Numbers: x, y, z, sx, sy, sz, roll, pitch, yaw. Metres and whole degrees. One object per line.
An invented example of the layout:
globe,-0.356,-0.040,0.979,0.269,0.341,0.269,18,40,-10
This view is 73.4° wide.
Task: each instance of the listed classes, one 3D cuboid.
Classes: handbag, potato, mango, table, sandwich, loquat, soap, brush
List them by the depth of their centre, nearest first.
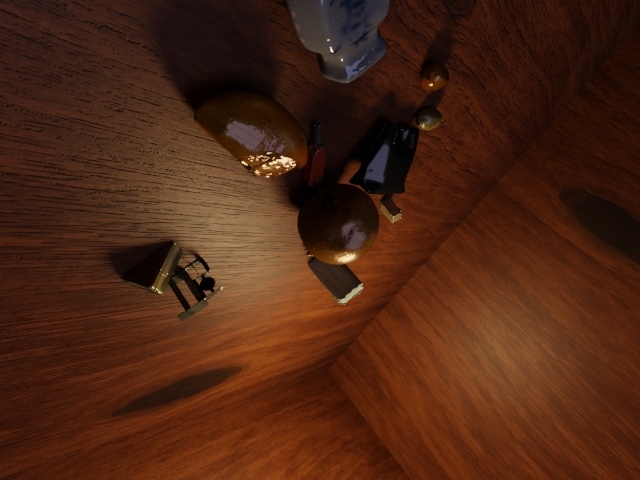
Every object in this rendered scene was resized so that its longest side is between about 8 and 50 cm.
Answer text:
mango,-0.183,-0.283,1.131,0.350,0.201,0.199,20,79,-53
sandwich,-0.533,0.077,1.370,0.079,0.114,0.163,72,34,-62
table,-0.443,0.168,1.487,0.175,0.146,0.062,-33,152,-16
brush,-0.019,-0.276,1.495,0.070,0.051,0.323,-28,151,-21
mango,0.426,-0.596,1.583,0.159,0.084,0.105,-6,143,-51
loquat,0.068,-0.066,1.646,0.328,0.328,0.328,-33,153,-19
handbag,0.271,-0.334,1.721,0.342,0.152,0.287,-9,128,-54
potato,0.451,-0.501,1.781,0.138,0.070,0.091,-16,143,-43
soap,0.077,0.177,2.104,0.150,0.261,0.094,-39,158,-5
potato,0.348,-0.151,2.132,0.061,0.122,0.086,-29,151,-11

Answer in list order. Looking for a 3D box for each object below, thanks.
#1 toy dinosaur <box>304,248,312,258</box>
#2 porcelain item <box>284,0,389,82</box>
toy dinosaur,-0.001,0.001,1.958,0.212,0.057,0.142,-45,166,9
porcelain item,0.028,-0.564,0.964,0.243,0.178,0.405,-40,152,-3
